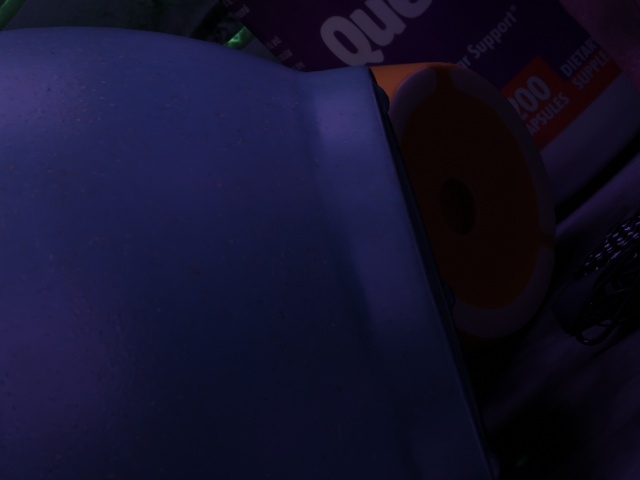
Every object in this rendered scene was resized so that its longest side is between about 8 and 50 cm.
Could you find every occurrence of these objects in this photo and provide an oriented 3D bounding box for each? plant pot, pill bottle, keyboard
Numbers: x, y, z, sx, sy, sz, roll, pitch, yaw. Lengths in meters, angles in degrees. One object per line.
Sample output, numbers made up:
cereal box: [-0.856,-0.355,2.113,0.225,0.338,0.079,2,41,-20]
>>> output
plant pot: [0.000,0.000,0.915,0.188,0.205,0.205,-17,26,41]
pill bottle: [0.035,-0.165,1.015,0.181,0.323,0.181,-45,9,9]
keyboard: [0.152,-0.019,0.748,0.192,0.038,0.100,-36,13,52]
plant pot: [-0.046,0.045,0.713,0.196,0.293,0.293,-17,12,5]

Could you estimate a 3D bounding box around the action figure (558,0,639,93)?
action figure: [0.097,-0.223,0.807,0.276,0.370,0.248,-43,6,-16]
